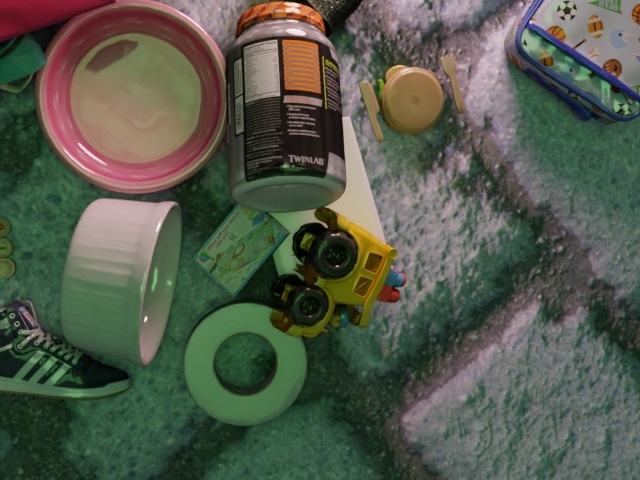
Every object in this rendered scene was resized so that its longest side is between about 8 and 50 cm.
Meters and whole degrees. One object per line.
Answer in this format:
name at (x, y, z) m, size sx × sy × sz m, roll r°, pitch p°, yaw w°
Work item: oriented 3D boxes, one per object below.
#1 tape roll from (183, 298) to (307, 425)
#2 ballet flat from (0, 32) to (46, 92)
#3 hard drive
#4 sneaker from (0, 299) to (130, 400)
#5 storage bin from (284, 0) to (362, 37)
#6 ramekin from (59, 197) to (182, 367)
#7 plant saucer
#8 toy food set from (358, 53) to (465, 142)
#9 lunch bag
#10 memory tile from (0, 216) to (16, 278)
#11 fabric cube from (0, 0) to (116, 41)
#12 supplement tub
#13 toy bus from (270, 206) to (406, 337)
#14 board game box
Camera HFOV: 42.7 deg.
tape roll at (-0.136, 0.217, 1.472) m, size 0.219 × 0.072 × 0.219 m, roll 0°, pitch 91°, yaw -8°
ballet flat at (-0.555, -0.267, 1.371) m, size 0.247 × 0.083 × 0.087 m, roll -20°, pitch 133°, yaw 26°
hard drive at (-0.003, -0.047, 1.478) m, size 0.203 × 0.040 × 0.307 m, roll -16°, pitch 91°, yaw -3°
sneaker at (-0.467, 0.187, 1.414) m, size 0.282 × 0.099 × 0.153 m, roll 5°, pitch 93°, yaw -5°
storage bin at (-0.020, -0.454, 1.440) m, size 0.084 × 0.122 × 0.180 m, roll -45°, pitch 96°, yaw -4°
ramekin at (-0.325, 0.062, 1.348) m, size 0.135 × 0.277 × 0.277 m, roll 10°, pitch 91°, yaw 1°
plant saucer at (-0.321, -0.247, 1.428) m, size 0.332 × 0.084 × 0.331 m, roll 0°, pitch 92°, yaw -8°
toy food set at (0.168, -0.263, 1.519) m, size 0.192 × 0.038 × 0.132 m, roll -19°, pitch 101°, yaw -12°
lunch bag at (0.510, -0.362, 1.520) m, size 0.303 × 0.115 × 0.243 m, roll 32°, pitch 90°, yaw -6°
memory tile at (-0.614, 0.018, 1.433) m, size 0.148 × 0.012 × 0.113 m, roll -5°, pitch 93°, yaw -8°
fabric cube at (-0.510, -0.446, 1.241) m, size 0.258 × 0.259 × 0.254 m, roll -29°, pitch 119°, yaw -26°
supplement tub at (-0.060, -0.219, 1.361) m, size 0.194 × 0.193 × 0.315 m, roll 0°, pitch 74°, yaw -7°
toy bus at (0.042, 0.080, 1.403) m, size 0.212 × 0.149 × 0.220 m, roll 25°, pitch 90°, yaw -20°
board game box at (-0.141, 0.010, 1.456) m, size 0.103 × 0.026 × 0.154 m, roll 42°, pitch 103°, yaw 6°
